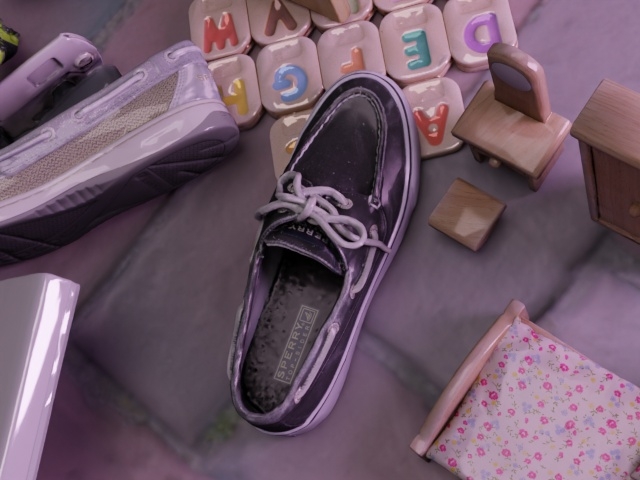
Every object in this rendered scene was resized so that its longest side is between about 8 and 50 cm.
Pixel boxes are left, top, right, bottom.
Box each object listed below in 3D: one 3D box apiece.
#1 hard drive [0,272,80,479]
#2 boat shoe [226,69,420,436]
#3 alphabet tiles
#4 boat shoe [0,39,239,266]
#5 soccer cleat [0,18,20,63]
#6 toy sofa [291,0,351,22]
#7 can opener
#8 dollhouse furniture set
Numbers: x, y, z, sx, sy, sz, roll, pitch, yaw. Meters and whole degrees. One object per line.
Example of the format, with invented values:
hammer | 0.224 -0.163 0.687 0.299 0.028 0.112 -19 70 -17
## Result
hard drive | -0.284 0.185 0.902 0.203 0.040 0.307 -10 64 49
boat shoe | -0.004 -0.001 0.894 0.113 0.105 0.306 20 80 16
alphabet tiles | 0.022 -0.187 1.006 0.284 0.021 0.278 -13 69 11
boat shoe | -0.230 -0.063 0.976 0.320 0.118 0.103 -25 75 5
soccer cleat | -0.314 -0.170 1.030 0.060 0.179 0.072 42 97 -18
toy sofa | 0.026 -0.388 0.993 0.177 0.150 0.362 30 79 24
can opener | -0.302 -0.077 1.032 0.283 0.076 0.095 -39 65 2
dollhouse furniture set | 0.143 0.080 0.796 0.303 0.174 0.355 32 82 24
